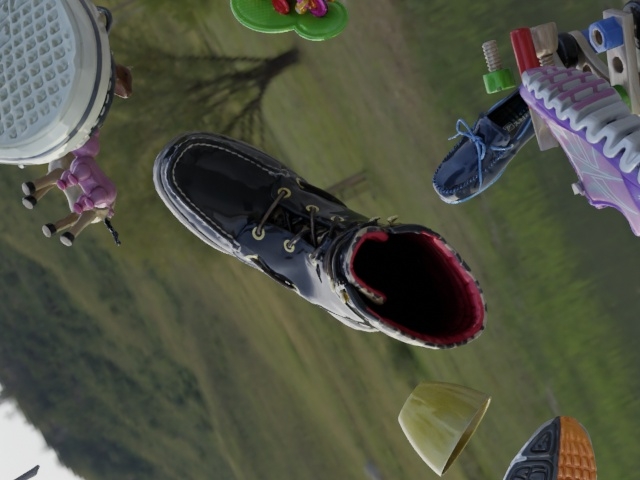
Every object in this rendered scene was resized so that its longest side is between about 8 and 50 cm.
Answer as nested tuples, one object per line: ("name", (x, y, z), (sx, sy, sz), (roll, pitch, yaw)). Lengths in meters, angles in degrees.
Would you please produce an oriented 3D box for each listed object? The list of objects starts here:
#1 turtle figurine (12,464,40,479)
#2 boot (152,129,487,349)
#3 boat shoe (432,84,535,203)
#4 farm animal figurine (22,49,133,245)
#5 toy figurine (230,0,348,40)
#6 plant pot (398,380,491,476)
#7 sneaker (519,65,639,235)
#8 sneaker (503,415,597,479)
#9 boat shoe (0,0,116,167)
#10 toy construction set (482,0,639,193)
("turtle figurine", (-0.534, 0.349, 1.499), (0.198, 0.266, 0.275), (30, 177, 23))
("boot", (0.000, 0.000, 1.298), (0.377, 0.138, 0.284), (39, 170, -19))
("boat shoe", (0.266, -0.173, 1.767), (0.109, 0.258, 0.089), (40, 176, 29))
("farm animal figurine", (-0.362, -0.191, 1.521), (0.327, 0.172, 0.330), (34, 139, 12))
("toy figurine", (-0.046, -0.346, 1.384), (0.173, 0.130, 0.159), (37, 158, 28))
("plant pot", (0.168, 0.255, 1.618), (0.095, 0.134, 0.134), (31, 170, 17))
("sneaker", (0.286, -0.090, 1.160), (0.236, 0.095, 0.104), (46, 138, 30))
("sneaker", (0.247, 0.299, 1.285), (0.121, 0.099, 0.262), (-64, -15, -64))
("boat shoe", (-0.286, -0.171, 1.064), (0.156, 0.186, 0.500), (24, -179, -35))
("toy construction set", (0.343, -0.154, 1.372), (0.257, 0.309, 0.237), (-11, 95, 49))
